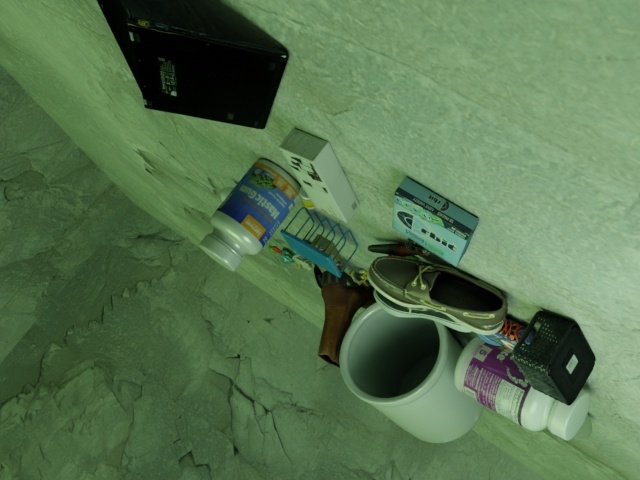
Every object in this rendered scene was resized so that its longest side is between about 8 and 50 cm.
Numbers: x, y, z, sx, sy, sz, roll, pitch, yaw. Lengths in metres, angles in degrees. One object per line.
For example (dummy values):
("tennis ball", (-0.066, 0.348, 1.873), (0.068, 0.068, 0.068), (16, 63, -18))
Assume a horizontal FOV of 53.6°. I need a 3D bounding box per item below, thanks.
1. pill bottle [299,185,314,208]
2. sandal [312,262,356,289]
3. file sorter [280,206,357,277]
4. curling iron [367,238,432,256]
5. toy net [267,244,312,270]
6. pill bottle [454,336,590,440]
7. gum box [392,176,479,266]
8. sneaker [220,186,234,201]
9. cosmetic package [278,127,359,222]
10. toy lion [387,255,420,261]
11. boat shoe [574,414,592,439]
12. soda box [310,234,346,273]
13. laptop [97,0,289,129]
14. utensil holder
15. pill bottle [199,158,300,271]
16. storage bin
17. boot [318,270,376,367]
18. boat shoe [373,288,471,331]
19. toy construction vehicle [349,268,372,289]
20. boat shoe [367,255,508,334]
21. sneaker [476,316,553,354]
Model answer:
("pill bottle", (-0.028, -0.106, 1.566), (0.043, 0.043, 0.083), (33, 166, 14))
("sandal", (0.019, 0.121, 2.116), (0.303, 0.086, 0.120), (43, 165, -25))
("file sorter", (0.000, 0.000, 1.724), (0.170, 0.104, 0.118), (28, 164, 29))
("curling iron", (0.181, 0.012, 1.467), (0.068, 0.035, 0.274), (44, 164, -14))
("toy net", (-0.098, 0.053, 2.276), (0.122, 0.045, 0.232), (46, 162, -27))
("pill bottle", (0.501, 0.368, 1.583), (0.301, 0.169, 0.169), (24, 161, 41))
("gum box", (0.216, -0.032, 1.223), (0.157, 0.041, 0.184), (33, 167, 15))
("sneaker", (-0.212, -0.121, 1.943), (0.212, 0.080, 0.094), (27, 153, 10))
("cosmetic package", (0.001, -0.135, 1.370), (0.099, 0.060, 0.239), (29, 164, 32))
("toy lion", (0.198, 0.068, 1.530), (0.100, 0.096, 0.034), (-22, 154, 29))
("boat shoe", (0.642, 0.449, 1.727), (0.227, 0.079, 0.081), (43, 175, -6))
("soda box", (0.021, 0.056, 1.956), (0.061, 0.058, 0.181), (29, 164, 27))
("laptop", (-0.271, -0.413, 1.205), (0.408, 0.236, 0.382), (9, 170, -10))
("utensil holder", (0.291, 0.397, 1.894), (0.328, 0.327, 0.385), (23, 163, 45))
("pill bottle", (-0.182, -0.060, 1.614), (0.152, 0.272, 0.152), (34, 166, 9))
("storage bin", (0.484, 0.243, 1.307), (0.084, 0.122, 0.180), (22, 160, 47))
("boot", (0.094, 0.259, 1.952), (0.096, 0.280, 0.264), (-15, 148, 29))
("boat shoe", (0.250, 0.138, 1.561), (0.306, 0.113, 0.105), (19, 152, 43))
("toy construction vehicle", (0.142, 0.127, 1.944), (0.098, 0.035, 0.086), (42, 165, -20))
("boat shoe", (0.256, 0.104, 1.408), (0.324, 0.116, 0.096), (24, 153, 18))
("sneaker", (0.444, 0.214, 1.438), (0.221, 0.083, 0.087), (31, 154, -4))
